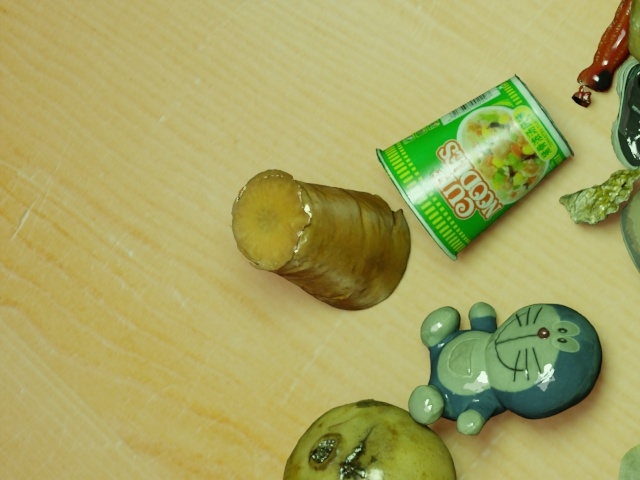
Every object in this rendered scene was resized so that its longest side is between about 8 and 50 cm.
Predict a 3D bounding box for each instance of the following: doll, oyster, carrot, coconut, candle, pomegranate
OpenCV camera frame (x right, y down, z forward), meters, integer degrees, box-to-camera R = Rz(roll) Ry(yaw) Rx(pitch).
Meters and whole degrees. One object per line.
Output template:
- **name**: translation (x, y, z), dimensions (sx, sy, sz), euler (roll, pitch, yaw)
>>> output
- **doll**: translation (0.267, 0.178, 1.757), dimensions (0.258, 0.154, 0.228), euler (-19, 39, 32)
- **oyster**: translation (0.405, -0.065, 1.755), dimensions (0.121, 0.146, 0.045), euler (-32, 97, 9)
- **carrot**: translation (0.000, 0.000, 1.857), dimensions (0.196, 0.254, 0.196), euler (-5, 80, 28)
- **coconut**: translation (0.462, 0.325, 1.673), dimensions (0.116, 0.122, 0.116), euler (-3, 82, 24)
- **candle**: translation (0.459, -0.342, 1.795), dimensions (0.051, 0.048, 0.329), euler (31, 97, 33)
- **pomegranate**: translation (0.069, 0.359, 1.789), dimensions (0.260, 0.260, 0.260), euler (-3, 83, 24)

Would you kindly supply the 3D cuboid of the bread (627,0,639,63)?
- **bread**: translation (0.544, -0.304, 1.673), dimensions (0.246, 0.176, 0.196), euler (9, 65, 19)

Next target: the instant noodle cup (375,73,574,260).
- **instant noodle cup**: translation (0.229, -0.120, 1.808), dimensions (0.232, 0.207, 0.207), euler (-37, 70, 9)

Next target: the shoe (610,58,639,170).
- **shoe**: translation (0.458, -0.183, 1.741), dimensions (0.071, 0.099, 0.169), euler (4, 83, -6)

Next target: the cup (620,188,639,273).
- **cup**: translation (0.536, -0.072, 1.657), dimensions (0.257, 0.227, 0.301), euler (-27, 42, 33)
